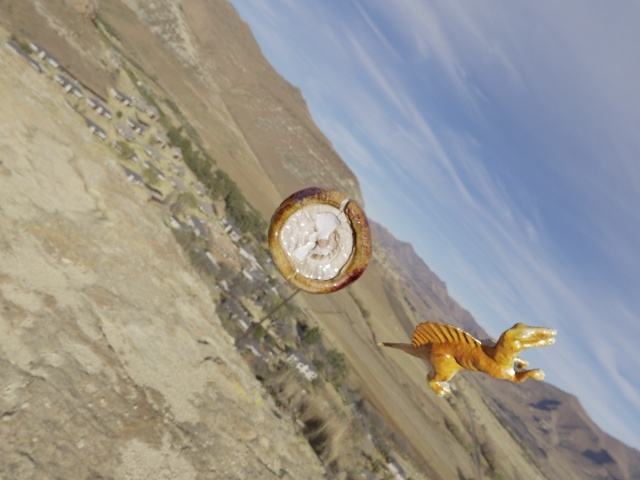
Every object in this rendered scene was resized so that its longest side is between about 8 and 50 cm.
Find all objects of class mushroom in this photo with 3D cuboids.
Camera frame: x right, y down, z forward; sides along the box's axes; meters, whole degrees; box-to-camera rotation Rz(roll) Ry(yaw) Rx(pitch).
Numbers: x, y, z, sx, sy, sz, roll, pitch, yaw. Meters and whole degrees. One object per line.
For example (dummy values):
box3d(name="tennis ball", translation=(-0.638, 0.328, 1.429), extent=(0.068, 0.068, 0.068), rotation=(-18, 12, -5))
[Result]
box3d(name="mushroom", translation=(0.000, 0.000, 0.514), extent=(0.123, 0.123, 0.052), rotation=(48, 2, -4))

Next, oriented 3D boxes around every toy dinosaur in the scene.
box3d(name="toy dinosaur", translation=(0.141, 0.124, 0.501), extent=(0.212, 0.057, 0.142), rotation=(1, -36, 27))
